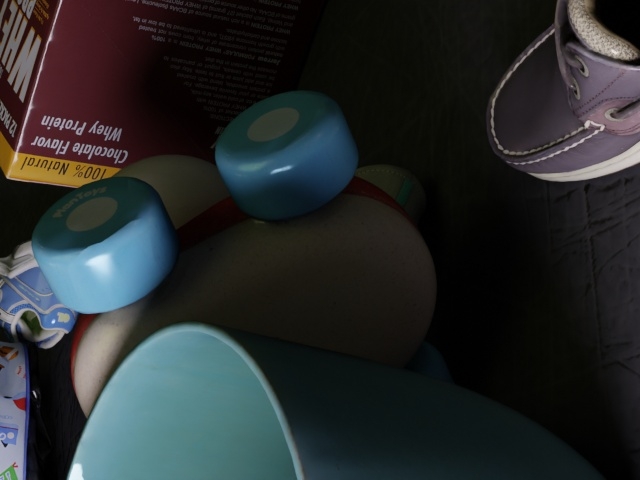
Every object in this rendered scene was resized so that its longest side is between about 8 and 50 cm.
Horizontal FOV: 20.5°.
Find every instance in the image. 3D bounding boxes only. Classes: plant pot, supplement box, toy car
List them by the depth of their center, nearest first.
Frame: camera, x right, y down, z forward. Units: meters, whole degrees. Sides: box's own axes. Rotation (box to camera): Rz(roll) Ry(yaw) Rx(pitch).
[{"bbox_3d":[0.025,0.195,0.868,0.293,0.235,0.293,-21,65,57],"label":"plant pot"},{"bbox_3d":[-0.060,0.008,1.045,0.219,0.210,0.238,66,176,-33],"label":"toy car"},{"bbox_3d":[-0.126,-0.144,1.267,0.129,0.191,0.194,51,127,53],"label":"supplement box"}]

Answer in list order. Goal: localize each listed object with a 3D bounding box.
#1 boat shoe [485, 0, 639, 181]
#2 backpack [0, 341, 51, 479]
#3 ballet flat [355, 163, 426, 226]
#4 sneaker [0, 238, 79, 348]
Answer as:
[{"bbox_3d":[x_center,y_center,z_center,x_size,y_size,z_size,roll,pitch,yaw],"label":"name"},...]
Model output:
[{"bbox_3d":[0.158,-0.109,0.855,0.285,0.092,0.103,-29,58,55],"label":"boat shoe"},{"bbox_3d":[-0.338,0.205,1.529,0.263,0.213,0.276,-54,37,37],"label":"backpack"},{"bbox_3d":[0.000,0.000,1.153,0.213,0.072,0.068,-22,37,56],"label":"ballet flat"},{"bbox_3d":[-0.272,0.057,1.588,0.211,0.080,0.081,-25,58,57],"label":"sneaker"}]
